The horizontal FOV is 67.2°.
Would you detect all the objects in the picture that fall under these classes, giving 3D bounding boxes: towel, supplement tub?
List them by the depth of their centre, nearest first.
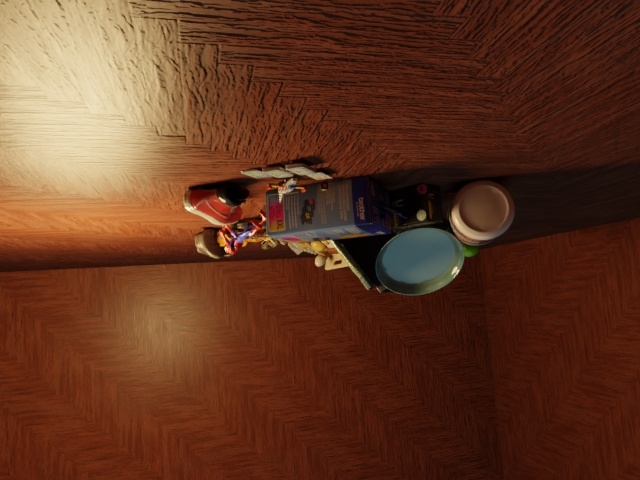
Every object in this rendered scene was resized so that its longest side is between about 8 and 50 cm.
[{"bbox_3d":[0.525,-0.084,1.608,0.191,0.191,0.272,-5,173,10],"label":"supplement tub"},{"bbox_3d":[0.073,0.036,1.798,0.040,0.370,0.271,-38,170,2],"label":"towel"}]

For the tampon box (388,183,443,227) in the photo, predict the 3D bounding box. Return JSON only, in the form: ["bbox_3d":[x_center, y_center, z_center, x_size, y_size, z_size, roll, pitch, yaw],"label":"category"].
[{"bbox_3d":[0.304,-0.108,1.580,0.101,0.120,0.161,2,171,-45],"label":"tampon box"}]

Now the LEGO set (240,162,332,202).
[{"bbox_3d":[-0.072,-0.150,1.291,0.182,0.060,0.244,-3,175,25],"label":"LEGO set"}]

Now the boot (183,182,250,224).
[{"bbox_3d":[-0.259,-0.107,1.431,0.176,0.088,0.244,-8,169,21],"label":"boot"}]

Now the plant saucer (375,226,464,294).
[{"bbox_3d":[0.353,0.070,1.733,0.317,0.317,0.044,-4,-142,0],"label":"plant saucer"}]

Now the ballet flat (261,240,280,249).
[{"bbox_3d":[-0.267,0.005,2.529,0.084,0.058,0.250,-39,-171,-15],"label":"ballet flat"}]

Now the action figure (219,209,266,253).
[{"bbox_3d":[-0.321,-0.043,1.839,0.280,0.139,0.091,-41,-173,44],"label":"action figure"}]

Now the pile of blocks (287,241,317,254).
[{"bbox_3d":[0.000,0.000,2.516,0.362,0.149,0.112,9,-148,-22],"label":"pile of blocks"}]

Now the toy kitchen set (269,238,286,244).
[{"bbox_3d":[-0.181,-0.009,2.072,0.068,0.083,0.075,43,155,-10],"label":"toy kitchen set"}]

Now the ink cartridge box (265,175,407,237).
[{"bbox_3d":[0.061,-0.089,1.504,0.395,0.151,0.270,-8,172,20],"label":"ink cartridge box"}]

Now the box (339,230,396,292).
[{"bbox_3d":[0.247,0.050,1.989,0.183,0.296,0.294,-41,163,10],"label":"box"}]

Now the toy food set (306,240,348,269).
[{"bbox_3d":[-0.030,0.023,2.113,0.306,0.092,0.220,37,156,-19],"label":"toy food set"}]

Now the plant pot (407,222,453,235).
[{"bbox_3d":[0.524,0.031,2.386,0.196,0.293,0.293,23,-171,32],"label":"plant pot"}]

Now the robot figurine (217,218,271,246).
[{"bbox_3d":[-0.308,-0.030,2.036,0.211,0.085,0.291,0,172,-37],"label":"robot figurine"}]

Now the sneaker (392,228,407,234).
[{"bbox_3d":[0.303,-0.051,2.179,0.080,0.094,0.212,0,173,-40],"label":"sneaker"}]

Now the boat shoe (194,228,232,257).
[{"bbox_3d":[-0.504,0.025,2.203,0.130,0.132,0.355,-5,172,9],"label":"boat shoe"}]

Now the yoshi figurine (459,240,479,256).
[{"bbox_3d":[0.724,0.016,2.610,0.362,0.203,0.203,-3,167,-32],"label":"yoshi figurine"}]
